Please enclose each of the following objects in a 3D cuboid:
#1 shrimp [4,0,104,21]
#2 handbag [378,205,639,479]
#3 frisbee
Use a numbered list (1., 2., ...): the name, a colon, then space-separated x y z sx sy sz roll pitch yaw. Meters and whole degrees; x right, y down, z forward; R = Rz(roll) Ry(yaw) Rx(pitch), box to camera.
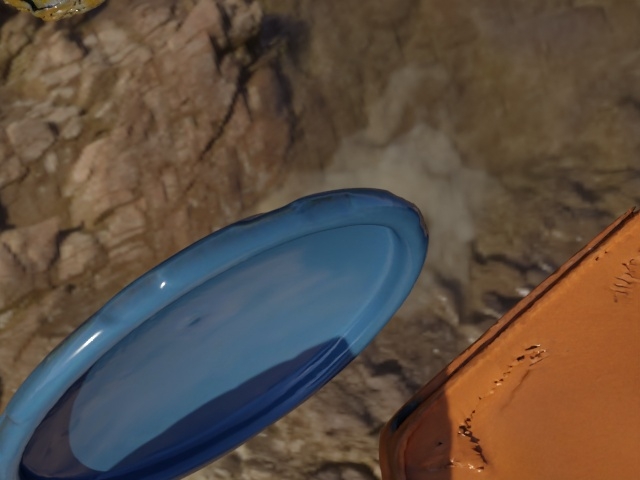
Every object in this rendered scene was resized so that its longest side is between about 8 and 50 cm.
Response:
1. shrimp: -0.217 -0.313 1.145 0.058 0.173 0.253 51 54 -64
2. handbag: 0.271 0.148 0.944 0.410 0.116 0.303 -39 65 -9
3. frisbee: -0.066 0.059 0.728 0.289 0.289 0.049 -21 64 -31
